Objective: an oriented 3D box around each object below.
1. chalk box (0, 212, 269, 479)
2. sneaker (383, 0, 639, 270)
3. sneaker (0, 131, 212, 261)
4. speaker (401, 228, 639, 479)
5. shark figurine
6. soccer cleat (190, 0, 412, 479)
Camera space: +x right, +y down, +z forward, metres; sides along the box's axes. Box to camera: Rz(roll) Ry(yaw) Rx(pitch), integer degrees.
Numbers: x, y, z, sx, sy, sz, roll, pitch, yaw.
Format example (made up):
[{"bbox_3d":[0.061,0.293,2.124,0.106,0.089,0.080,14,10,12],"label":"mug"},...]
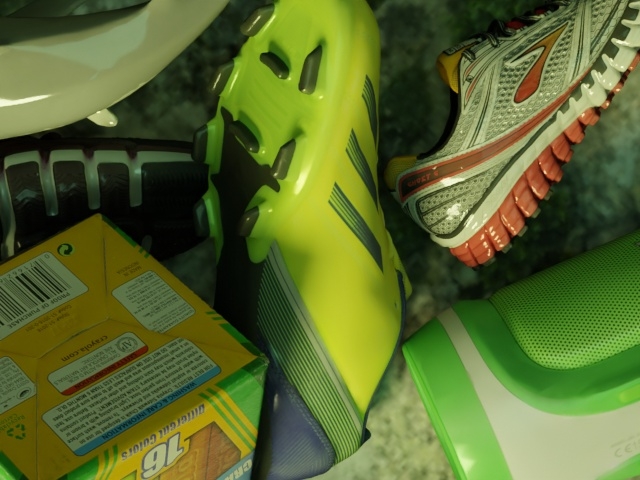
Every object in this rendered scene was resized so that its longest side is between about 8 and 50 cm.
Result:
[{"bbox_3d":[-0.124,0.122,0.618,0.132,0.213,0.132,-31,55,-34],"label":"chalk box"},{"bbox_3d":[0.117,-0.097,0.672,0.092,0.088,0.225,34,94,0],"label":"sneaker"},{"bbox_3d":[-0.190,-0.061,0.665,0.281,0.106,0.163,-9,61,-21],"label":"sneaker"},{"bbox_3d":[0.200,0.047,0.664,0.296,0.131,0.131,-23,93,0],"label":"speaker"},{"bbox_3d":[-0.131,-0.100,0.538,0.278,0.116,0.166,-15,62,17],"label":"shark figurine"},{"bbox_3d":[-0.001,0.000,0.642,0.121,0.093,0.289,-8,121,-31],"label":"soccer cleat"}]
